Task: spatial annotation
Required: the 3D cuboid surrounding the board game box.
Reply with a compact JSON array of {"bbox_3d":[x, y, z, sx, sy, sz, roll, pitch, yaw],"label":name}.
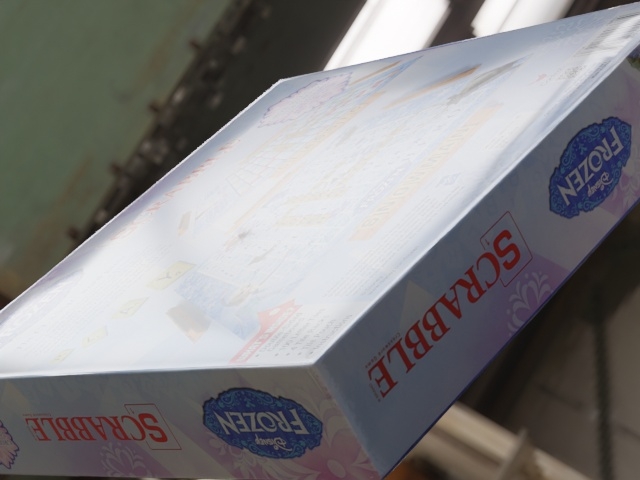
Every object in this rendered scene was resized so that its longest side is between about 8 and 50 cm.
[{"bbox_3d":[0.000,0.000,0.955,0.318,0.319,0.066,-6,-61,49],"label":"board game box"}]
